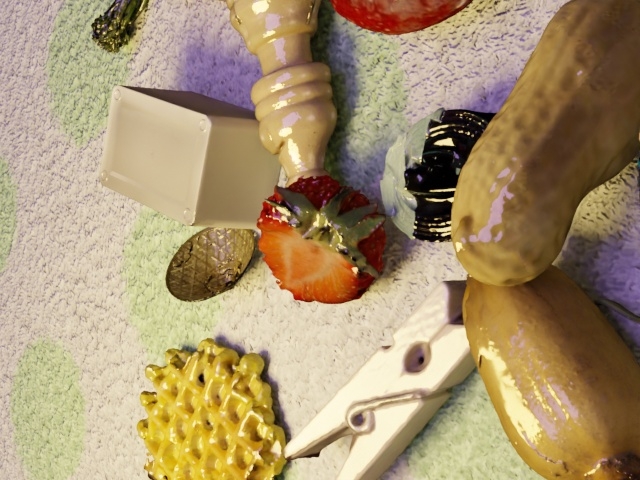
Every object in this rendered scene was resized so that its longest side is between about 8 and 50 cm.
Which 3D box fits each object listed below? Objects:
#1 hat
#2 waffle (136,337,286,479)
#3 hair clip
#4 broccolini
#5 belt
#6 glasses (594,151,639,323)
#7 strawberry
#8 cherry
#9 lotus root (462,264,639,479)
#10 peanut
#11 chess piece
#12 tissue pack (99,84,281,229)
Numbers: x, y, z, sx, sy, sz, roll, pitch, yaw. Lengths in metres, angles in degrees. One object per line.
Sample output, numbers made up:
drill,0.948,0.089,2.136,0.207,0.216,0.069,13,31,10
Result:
hat,-0.142,0.048,1.541,0.146,0.067,0.146,-19,42,18
waffle,-0.166,0.295,1.560,0.312,0.060,0.307,-7,83,46
hair clip,0.086,0.185,1.278,0.330,0.085,0.101,-52,57,25
broccolini,-0.292,-0.382,1.706,0.068,0.091,0.202,40,113,-11
belt,0.154,-0.073,1.213,0.198,0.078,0.151,-14,82,47
glasses,0.355,0.032,1.018,0.239,0.102,0.206,61,159,27
strawberry,0.012,0.010,1.344,0.174,0.098,0.228,27,153,16
cherry,0.097,-0.323,1.204,0.250,0.175,0.192,21,114,43
lotus root,0.238,0.137,1.083,0.146,0.131,0.303,-45,55,30
peanut,0.237,-0.095,1.054,0.148,0.147,0.318,24,83,44
chess piece,-0.034,-0.198,1.396,0.139,0.124,0.307,-13,83,12
tissue pack,-0.187,-0.122,1.528,0.246,0.136,0.159,24,107,44
